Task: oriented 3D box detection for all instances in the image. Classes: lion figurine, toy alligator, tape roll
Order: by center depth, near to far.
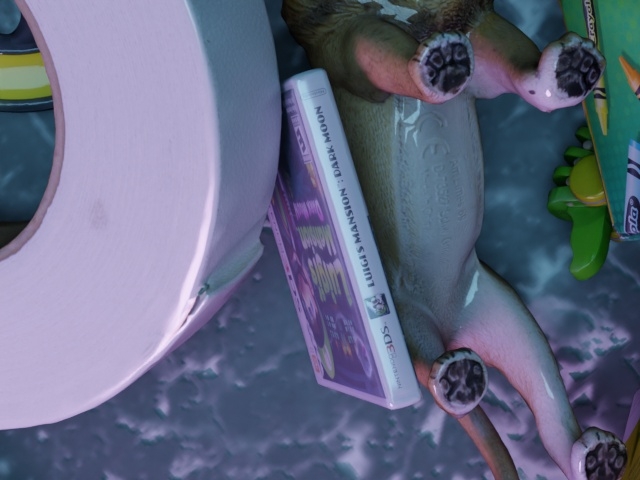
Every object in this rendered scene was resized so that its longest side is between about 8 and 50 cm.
[{"bbox_3d":[-0.202,-0.087,1.052,0.392,0.072,0.392,11,116,24],"label":"tape roll"},{"bbox_3d":[0.055,-0.035,1.078,0.142,0.240,0.392,-7,109,-23],"label":"lion figurine"},{"bbox_3d":[0.174,-0.066,1.125,0.051,0.056,0.190,22,77,36],"label":"toy alligator"}]

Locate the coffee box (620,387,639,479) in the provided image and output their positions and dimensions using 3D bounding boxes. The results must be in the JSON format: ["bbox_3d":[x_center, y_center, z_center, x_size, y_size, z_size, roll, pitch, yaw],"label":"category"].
[{"bbox_3d":[0.301,0.214,0.937,0.337,0.338,0.334,16,68,4],"label":"coffee box"}]

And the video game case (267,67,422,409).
[{"bbox_3d":[0.000,0.000,1.072,0.022,0.190,0.173,-18,93,-11],"label":"video game case"}]

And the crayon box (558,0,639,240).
[{"bbox_3d":[0.212,-0.155,1.063,0.165,0.081,0.278,-15,93,-25],"label":"crayon box"}]

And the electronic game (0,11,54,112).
[{"bbox_3d":[-0.175,-0.188,1.140,0.229,0.048,0.229,0,95,5],"label":"electronic game"}]
